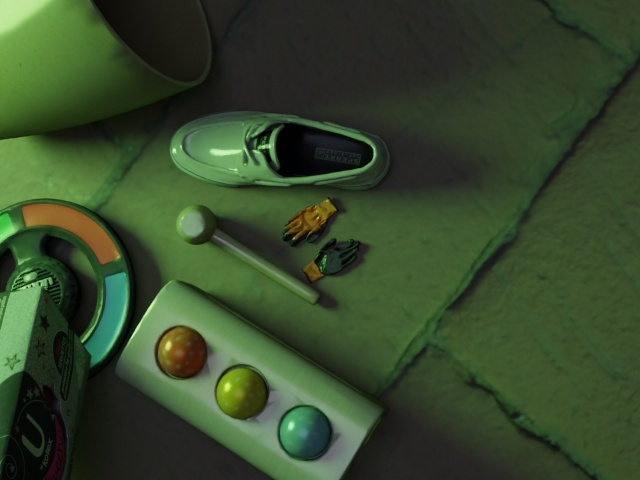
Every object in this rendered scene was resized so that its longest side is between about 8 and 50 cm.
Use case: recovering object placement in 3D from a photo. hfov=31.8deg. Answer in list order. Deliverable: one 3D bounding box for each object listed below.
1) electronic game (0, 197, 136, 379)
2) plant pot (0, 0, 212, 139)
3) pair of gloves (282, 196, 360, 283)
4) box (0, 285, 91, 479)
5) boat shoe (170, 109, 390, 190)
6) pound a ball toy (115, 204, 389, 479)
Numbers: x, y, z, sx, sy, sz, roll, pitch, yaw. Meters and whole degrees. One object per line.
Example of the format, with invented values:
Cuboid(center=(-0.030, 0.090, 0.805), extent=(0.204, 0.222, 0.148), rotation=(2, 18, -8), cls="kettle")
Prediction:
Cuboid(center=(-0.326, 0.064, 1.319), extent=(0.229, 0.048, 0.229), rotation=(-1, 84, 10), cls="electronic game")
Cuboid(center=(-0.306, -0.226, 1.268), extent=(0.274, 0.256, 0.256), rotation=(-26, 80, 23), cls="plant pot")
Cuboid(center=(0.000, 0.000, 1.287), extent=(0.074, 0.010, 0.083), rotation=(-33, 80, 5), cls="pair of gloves")
Cuboid(center=(-0.349, 0.189, 1.166), extent=(0.163, 0.142, 0.247), rotation=(-10, 48, 11), cls="box")
Cuboid(center=(-0.051, -0.107, 1.269), extent=(0.258, 0.084, 0.095), rotation=(1, 84, 10), cls="boat shoe")
Cuboid(center=(-0.074, 0.118, 1.225), extent=(0.319, 0.136, 0.208), rotation=(32, 90, 11), cls="pound a ball toy")
